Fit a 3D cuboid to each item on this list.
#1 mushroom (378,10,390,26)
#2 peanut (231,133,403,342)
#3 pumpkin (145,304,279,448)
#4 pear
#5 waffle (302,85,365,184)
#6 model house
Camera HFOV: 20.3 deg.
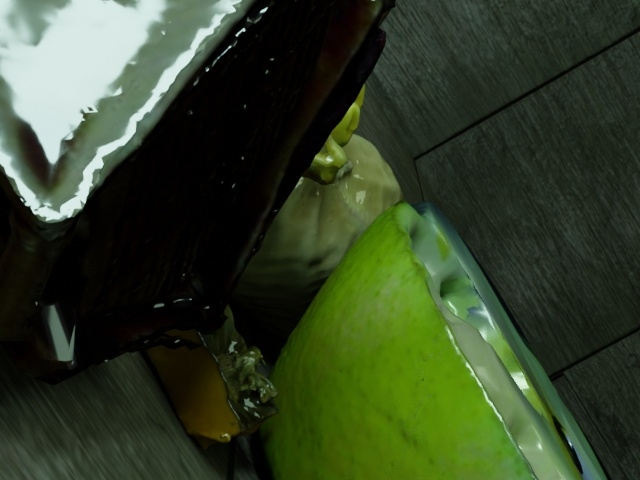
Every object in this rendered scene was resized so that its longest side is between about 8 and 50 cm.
[{"bbox_3d":[-0.053,-0.306,1.728,0.297,0.278,0.163,53,32,12],"label":"mushroom"},{"bbox_3d":[0.000,0.000,1.271,0.325,0.153,0.140,37,27,-52],"label":"peanut"},{"bbox_3d":[-0.058,0.075,1.020,0.083,0.054,0.074,65,13,2],"label":"pumpkin"},{"bbox_3d":[0.089,0.179,1.135,0.399,0.165,0.399,57,9,-15],"label":"pear"},{"bbox_3d":[-0.076,-0.099,1.081,0.229,0.057,0.219,15,26,-15],"label":"waffle"},{"bbox_3d":[-0.135,-0.104,0.833,0.317,0.297,0.282,47,-26,15],"label":"model house"}]
